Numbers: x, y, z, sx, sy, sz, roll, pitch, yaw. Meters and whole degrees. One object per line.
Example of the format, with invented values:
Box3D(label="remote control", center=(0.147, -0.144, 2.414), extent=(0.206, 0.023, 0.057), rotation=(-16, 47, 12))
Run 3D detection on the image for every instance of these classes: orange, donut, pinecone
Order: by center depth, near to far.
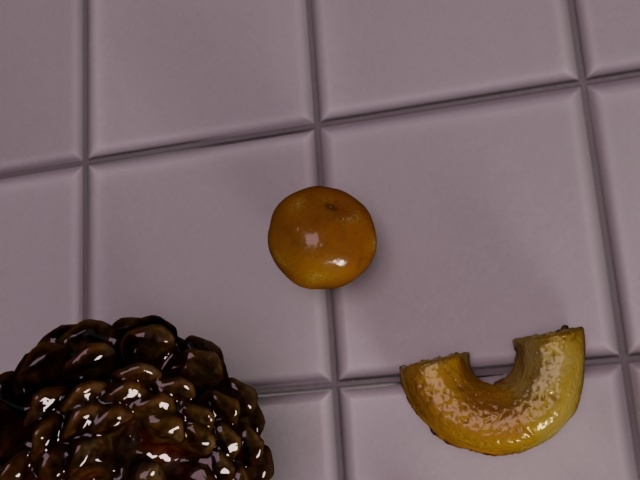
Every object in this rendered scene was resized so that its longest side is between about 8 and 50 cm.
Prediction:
Box3D(label="pinecone", center=(-0.279, 0.288, 1.160), extent=(0.397, 0.398, 0.398), rotation=(-3, 76, 14))
Box3D(label="donut", center=(0.242, 0.210, 1.166), extent=(0.259, 0.101, 0.152), rotation=(-15, 79, 7))
Box3D(label="orange", center=(0.000, 0.000, 1.251), extent=(0.159, 0.159, 0.136), rotation=(34, 131, 20))
